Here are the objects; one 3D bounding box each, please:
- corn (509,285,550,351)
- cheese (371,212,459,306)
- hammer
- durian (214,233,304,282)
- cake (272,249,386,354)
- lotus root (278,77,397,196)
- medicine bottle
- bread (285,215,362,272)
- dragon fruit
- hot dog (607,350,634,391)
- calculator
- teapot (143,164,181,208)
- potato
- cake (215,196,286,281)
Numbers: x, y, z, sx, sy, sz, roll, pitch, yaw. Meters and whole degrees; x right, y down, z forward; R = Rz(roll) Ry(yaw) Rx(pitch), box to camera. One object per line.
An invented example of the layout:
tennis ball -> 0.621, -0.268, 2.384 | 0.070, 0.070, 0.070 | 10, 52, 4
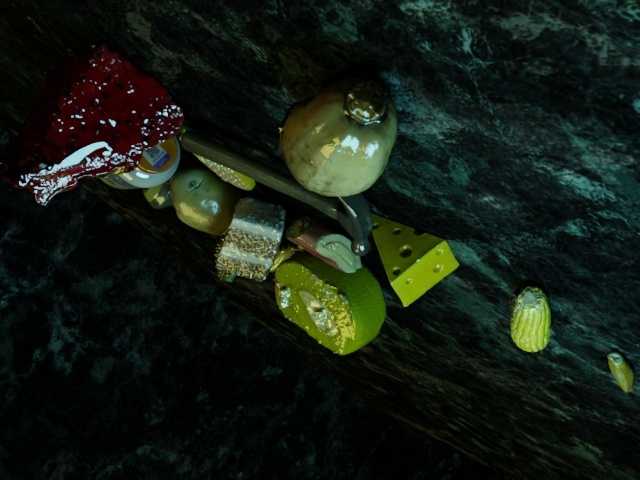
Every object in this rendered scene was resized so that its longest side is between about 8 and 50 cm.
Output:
corn -> 0.362, 0.136, 1.422 | 0.072, 0.072, 0.203 | 27, 163, 24
cheese -> 0.144, 0.013, 1.511 | 0.171, 0.126, 0.093 | 49, 178, 42
hammer -> -0.092, -0.113, 1.548 | 0.440, 0.044, 0.168 | 25, 146, 27
durian -> -0.152, 0.010, 2.033 | 0.238, 0.137, 0.193 | -14, 170, 8
cake -> 0.022, 0.124, 1.850 | 0.261, 0.156, 0.179 | 32, 137, 28
lotus root -> 0.022, -0.140, 1.125 | 0.155, 0.140, 0.257 | 28, 160, -5
medicine bottle -> -0.412, -0.195, 1.861 | 0.157, 0.157, 0.289 | 40, 165, -23
bread -> 0.000, -0.001, 1.770 | 0.192, 0.067, 0.119 | 31, 174, 17
dragon fruit -> -0.474, -0.203, 1.659 | 0.228, 0.329, 0.286 | 36, 166, -34
hot dog -> 0.531, 0.233, 1.445 | 0.137, 0.028, 0.044 | 53, -178, -47
calculator -> -0.223, -0.179, 1.754 | 0.146, 0.032, 0.235 | 22, 163, 38
teapot -> -0.376, -0.142, 2.073 | 0.119, 0.130, 0.165 | 24, -156, -27
potato -> -0.267, -0.094, 1.938 | 0.200, 0.137, 0.154 | 37, -167, -10
cake -> -0.153, -0.008, 1.840 | 0.135, 0.147, 0.135 | 13, -150, -1
